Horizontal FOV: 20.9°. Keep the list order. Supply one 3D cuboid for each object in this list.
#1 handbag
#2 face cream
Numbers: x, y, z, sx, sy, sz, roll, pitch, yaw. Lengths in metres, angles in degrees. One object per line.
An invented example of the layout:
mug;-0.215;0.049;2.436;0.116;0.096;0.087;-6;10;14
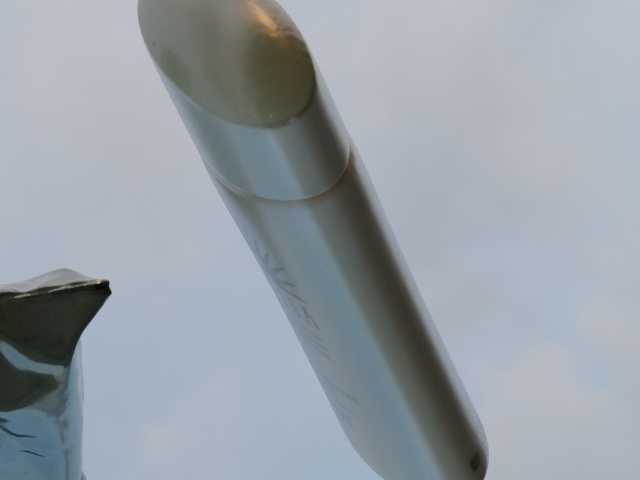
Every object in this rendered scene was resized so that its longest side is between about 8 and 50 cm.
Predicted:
handbag;-0.283;0.126;1.240;0.253;0.316;0.109;-5;-121;-14
face cream;0.000;0.000;1.061;0.081;0.173;0.349;-32;-54;-8
